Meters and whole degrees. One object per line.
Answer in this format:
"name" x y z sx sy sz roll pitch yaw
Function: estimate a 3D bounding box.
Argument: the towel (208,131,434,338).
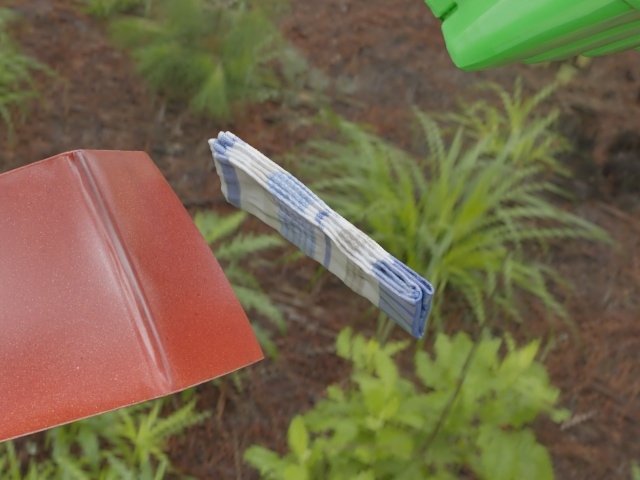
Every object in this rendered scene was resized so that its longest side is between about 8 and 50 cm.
"towel" 0.000 0.000 1.662 0.285 0.209 0.034 38 79 10

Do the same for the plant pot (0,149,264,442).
"plant pot" -0.242 0.049 1.464 0.267 0.236 0.267 -16 -2 15

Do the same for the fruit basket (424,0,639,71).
"fruit basket" 0.263 -0.253 0.941 0.392 0.392 0.283 -19 79 -34
